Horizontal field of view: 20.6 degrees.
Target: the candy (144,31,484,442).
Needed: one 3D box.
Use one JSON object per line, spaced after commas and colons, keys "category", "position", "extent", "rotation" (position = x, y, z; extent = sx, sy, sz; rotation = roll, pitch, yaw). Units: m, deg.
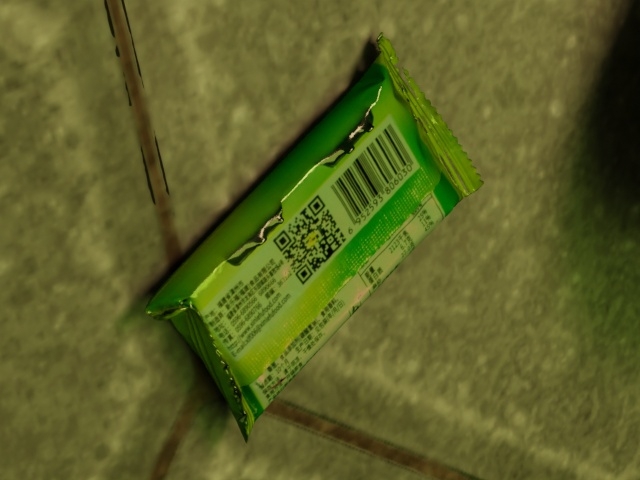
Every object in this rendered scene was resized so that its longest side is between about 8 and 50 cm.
{"category": "candy", "position": [-0.001, 0.000, 0.820], "extent": [0.178, 0.032, 0.102], "rotation": [-47, 132, -17]}
